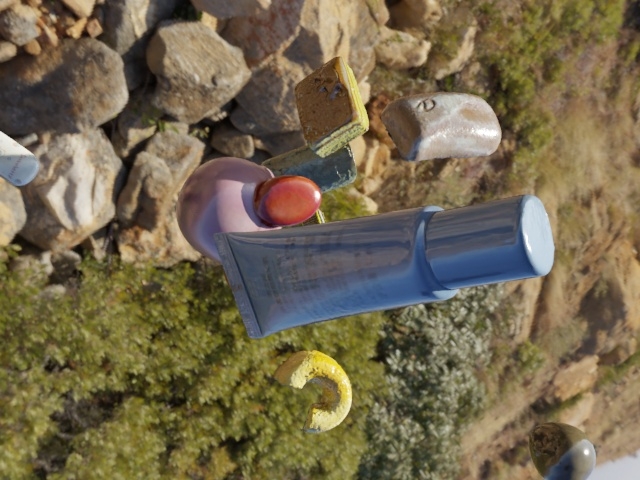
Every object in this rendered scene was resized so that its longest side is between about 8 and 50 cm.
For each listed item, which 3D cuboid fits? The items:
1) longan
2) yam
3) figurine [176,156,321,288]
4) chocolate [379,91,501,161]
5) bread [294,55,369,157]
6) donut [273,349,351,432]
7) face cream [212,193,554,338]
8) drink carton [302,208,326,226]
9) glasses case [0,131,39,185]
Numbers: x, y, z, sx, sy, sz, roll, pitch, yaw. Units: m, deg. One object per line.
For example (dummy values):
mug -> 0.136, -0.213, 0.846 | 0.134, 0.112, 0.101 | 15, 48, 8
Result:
longan -> 0.636, 0.564, 1.621 | 0.189, 0.189, 0.189 | -26, 147, -18
yam -> -0.030, -0.217, 1.911 | 0.304, 0.168, 0.168 | -18, 152, 12
figurine -> -0.176, -0.058, 1.240 | 0.211, 0.261, 0.270 | 23, 101, -36
chocolate -> 0.249, -0.240, 1.209 | 0.261, 0.161, 0.083 | -11, 145, -29
bread -> 0.026, -0.382, 1.751 | 0.184, 0.234, 0.110 | -28, 151, 24
donut -> -0.004, 0.316, 1.309 | 0.146, 0.181, 0.078 | -28, 174, -13
face cream -> 0.035, 0.026, 0.619 | 0.385, 0.136, 0.086 | -12, -170, 41
drink carton -> 0.000, 0.000, 1.553 | 0.056, 0.166, 0.071 | -23, 160, 14
glasses case -> -0.702, -0.193, 1.328 | 0.081, 0.204, 0.051 | -57, 177, -23
